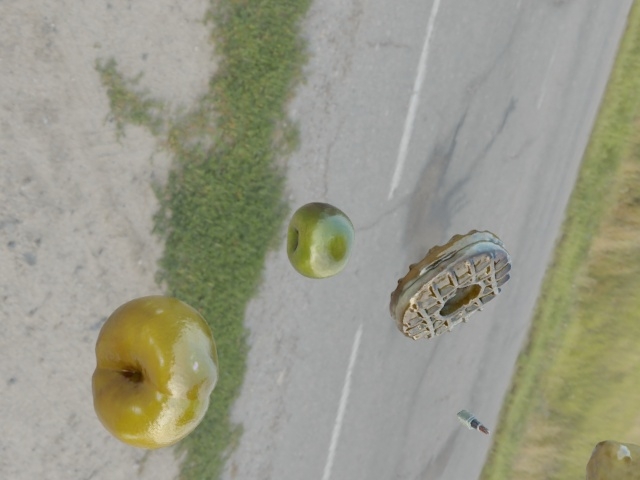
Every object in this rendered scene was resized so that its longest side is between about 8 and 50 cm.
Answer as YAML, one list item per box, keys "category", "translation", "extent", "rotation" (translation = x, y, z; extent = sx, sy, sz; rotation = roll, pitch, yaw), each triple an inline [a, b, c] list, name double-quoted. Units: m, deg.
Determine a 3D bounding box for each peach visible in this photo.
- category: "peach"
  translation: [-0.268, 0.212, 1.232]
  extent: [0.153, 0.251, 0.251]
  rotation: [10, 103, -40]

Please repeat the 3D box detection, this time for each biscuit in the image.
- category: "biscuit"
  translation: [0.307, 0.109, 1.809]
  extent: [0.332, 0.103, 0.332]
  rotation: [-24, 149, -16]

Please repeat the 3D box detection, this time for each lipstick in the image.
- category: "lipstick"
  translation: [0.339, 0.403, 1.678]
  extent: [0.025, 0.107, 0.025]
  rotation: [-33, 109, -14]

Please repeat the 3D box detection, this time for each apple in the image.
- category: "apple"
  translation: [0.000, 0.000, 1.936]
  extent: [0.196, 0.156, 0.197]
  rotation: [-172, -90, -73]

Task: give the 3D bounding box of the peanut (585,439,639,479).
- category: "peanut"
  translation: [0.583, 0.471, 1.206]
  extent: [0.169, 0.387, 0.192]
  rotation: [-38, 148, -8]
